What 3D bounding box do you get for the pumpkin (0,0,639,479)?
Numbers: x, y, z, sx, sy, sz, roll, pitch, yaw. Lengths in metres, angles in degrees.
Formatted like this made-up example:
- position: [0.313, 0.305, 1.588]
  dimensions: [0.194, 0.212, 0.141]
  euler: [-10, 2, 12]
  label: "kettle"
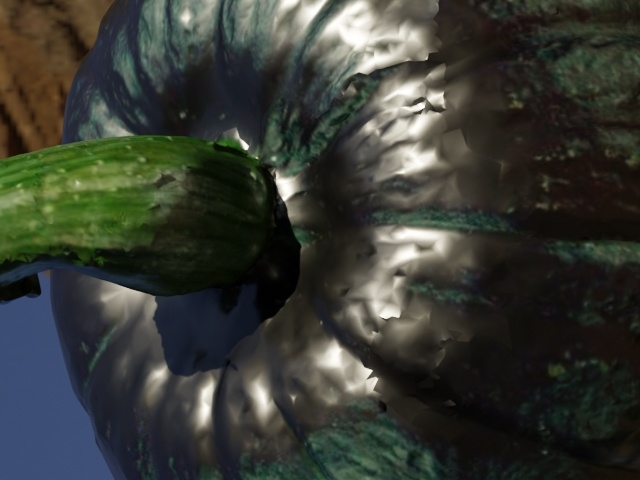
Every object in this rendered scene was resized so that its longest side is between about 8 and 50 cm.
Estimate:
- position: [0.000, 0.000, 0.539]
  dimensions: [0.248, 0.248, 0.248]
  euler: [-5, -84, -49]
  label: "pumpkin"
